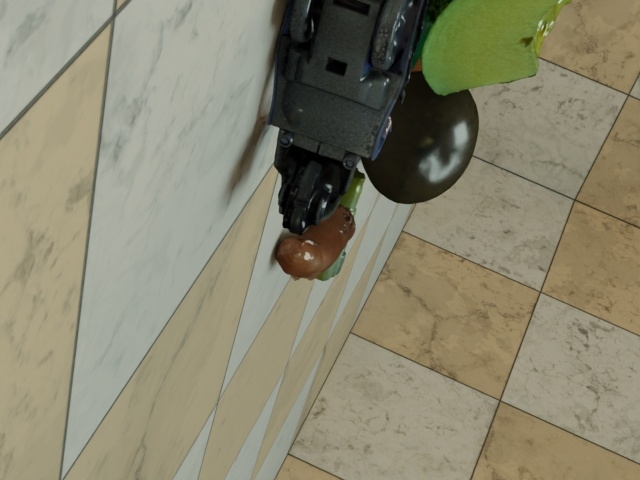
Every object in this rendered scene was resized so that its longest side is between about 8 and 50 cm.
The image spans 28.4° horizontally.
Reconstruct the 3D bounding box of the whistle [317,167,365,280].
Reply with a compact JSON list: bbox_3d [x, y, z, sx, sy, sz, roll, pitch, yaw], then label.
[{"bbox_3d":[0.031,-0.023,2.029,0.104,0.057,0.198,-54,168,-64],"label":"whistle"}]

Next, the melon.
[{"bbox_3d":[0.254,-0.359,1.683,0.331,0.226,0.343,-47,158,-5],"label":"melon"}]

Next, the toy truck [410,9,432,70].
[{"bbox_3d":[0.091,-0.255,1.583,0.147,0.079,0.065,-61,172,-55],"label":"toy truck"}]

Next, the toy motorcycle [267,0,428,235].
[{"bbox_3d":[0.032,-0.174,1.195,0.213,0.125,0.359,-63,172,-50],"label":"toy motorcycle"}]

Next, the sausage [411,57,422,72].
[{"bbox_3d":[0.164,-0.251,2.161,0.086,0.086,0.289,6,109,-83],"label":"sausage"}]

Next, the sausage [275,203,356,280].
[{"bbox_3d":[-0.001,0.000,1.794,0.304,0.078,0.078,-47,160,-72],"label":"sausage"}]

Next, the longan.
[{"bbox_3d":[0.147,-0.162,1.926,0.198,0.198,0.212,-55,163,-60],"label":"longan"}]
